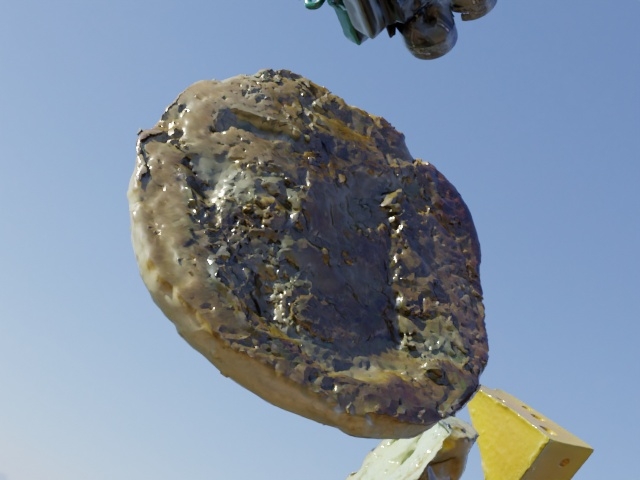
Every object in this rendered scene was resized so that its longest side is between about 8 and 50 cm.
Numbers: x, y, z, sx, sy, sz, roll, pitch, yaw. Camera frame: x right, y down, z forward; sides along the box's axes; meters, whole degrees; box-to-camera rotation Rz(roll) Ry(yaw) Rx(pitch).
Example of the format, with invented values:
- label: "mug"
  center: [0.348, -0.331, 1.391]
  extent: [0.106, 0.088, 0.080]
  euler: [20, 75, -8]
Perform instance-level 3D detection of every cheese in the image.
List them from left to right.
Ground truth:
- label: "cheese"
  center: [0.250, 0.250, 1.483]
  extent: [0.093, 0.126, 0.171]
  euler: [14, 29, -36]

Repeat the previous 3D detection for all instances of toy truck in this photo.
- label: "toy truck"
  center: [0.126, -0.349, 1.180]
  extent: [0.178, 0.363, 0.176]
  euler: [41, -13, 37]

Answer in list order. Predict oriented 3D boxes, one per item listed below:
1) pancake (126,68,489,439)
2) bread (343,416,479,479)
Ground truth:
- label: "pancake"
  center: [0.001, -0.001, 0.924]
  extent: [0.356, 0.356, 0.065]
  euler: [32, -48, -14]
- label: "bread"
  center: [0.071, 0.271, 1.188]
  extent: [0.088, 0.232, 0.128]
  euler: [41, 4, -21]
